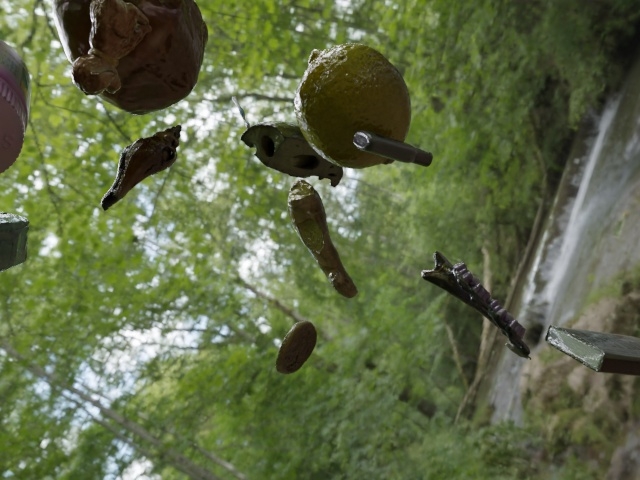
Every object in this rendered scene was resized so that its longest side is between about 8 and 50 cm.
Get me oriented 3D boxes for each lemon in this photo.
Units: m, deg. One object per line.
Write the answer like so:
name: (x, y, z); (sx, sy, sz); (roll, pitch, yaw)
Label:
lemon: (0.070, -0.288, 1.385); (0.267, 0.267, 0.268); (17, -90, -72)

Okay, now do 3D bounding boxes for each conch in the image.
conch: (-0.377, -0.165, 1.340); (0.232, 0.086, 0.080); (-34, -51, -14)

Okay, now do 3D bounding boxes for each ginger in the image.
ginger: (0.000, 0.000, 1.447); (0.086, 0.295, 0.131); (-25, -8, -4)

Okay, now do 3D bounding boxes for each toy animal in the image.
toy animal: (-0.409, -0.364, 1.178); (0.185, 0.104, 0.184); (-56, -4, -1)

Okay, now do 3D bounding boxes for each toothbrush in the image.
toothbrush: (-0.208, -0.337, 1.676); (0.162, 0.014, 0.017); (-120, 32, -46)

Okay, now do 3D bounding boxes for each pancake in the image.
pancake: (-0.058, 0.268, 1.584); (0.158, 0.028, 0.158); (-40, -37, -38)

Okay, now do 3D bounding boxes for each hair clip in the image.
hair clip: (0.330, 0.132, 1.321); (0.084, 0.292, 0.106); (-47, -16, 3)

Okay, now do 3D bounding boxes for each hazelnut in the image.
hazelnut: (-0.436, -0.467, 1.475); (0.316, 0.372, 0.372); (-59, -17, 7)

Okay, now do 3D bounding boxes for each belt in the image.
belt: (-0.853, -0.005, 1.597); (0.207, 0.257, 0.150); (-11, -70, -65)

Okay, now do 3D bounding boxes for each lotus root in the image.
lotus root: (-0.061, -0.276, 1.866); (0.314, 0.210, 0.142); (5, -49, -48)

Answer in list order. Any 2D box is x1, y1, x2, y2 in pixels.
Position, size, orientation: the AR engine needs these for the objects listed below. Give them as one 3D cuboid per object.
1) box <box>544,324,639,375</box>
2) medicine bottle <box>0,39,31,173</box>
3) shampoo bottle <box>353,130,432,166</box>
box: (0.446, 0.168, 0.969); (0.115, 0.177, 0.036); (32, 110, 63)
medicine bottle: (-0.583, -0.231, 1.073); (0.178, 0.291, 0.178); (-11, -57, -18)
shampoo bottle: (0.148, -0.179, 1.270); (0.165, 0.080, 0.040); (12, -77, -28)
